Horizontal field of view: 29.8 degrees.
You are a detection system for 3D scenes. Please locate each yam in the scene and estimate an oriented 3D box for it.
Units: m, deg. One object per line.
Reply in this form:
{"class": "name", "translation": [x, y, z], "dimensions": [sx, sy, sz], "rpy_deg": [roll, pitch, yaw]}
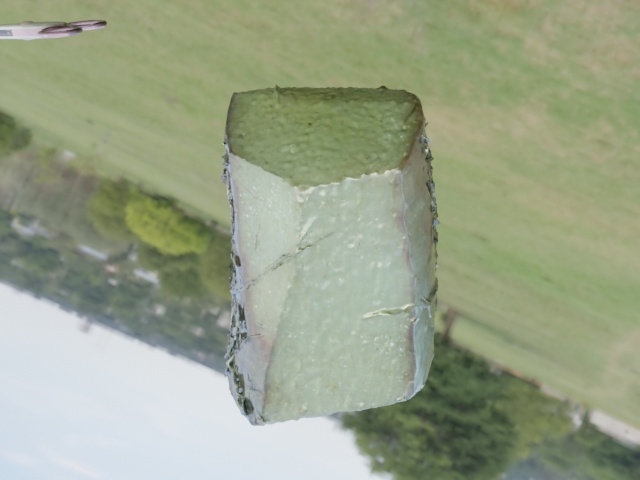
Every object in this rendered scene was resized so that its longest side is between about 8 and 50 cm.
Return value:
{"class": "yam", "translation": [0.002, -0.003, 1.078], "dimensions": [0.202, 0.271, 0.201], "rpy_deg": [-6, -143, -5]}

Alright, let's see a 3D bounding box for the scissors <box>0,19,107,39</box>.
{"class": "scissors", "translation": [-0.335, -0.244, 1.395], "dimensions": [0.176, 0.022, 0.085], "rpy_deg": [3, -159, 28]}
